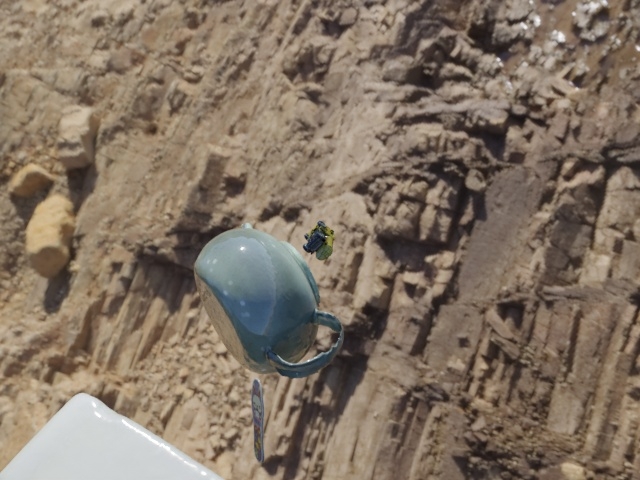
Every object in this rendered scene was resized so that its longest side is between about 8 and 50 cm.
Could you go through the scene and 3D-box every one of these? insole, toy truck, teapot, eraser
[{"bbox_3d":[-0.138,0.396,1.456,0.065,0.004,0.197,18,111,59],"label":"insole"},{"bbox_3d":[0.000,0.000,1.337,0.049,0.054,0.083,-44,16,20],"label":"toy truck"},{"bbox_3d":[-0.075,0.073,0.857,0.129,0.193,0.294,-29,42,-21],"label":"teapot"},{"bbox_3d":[-0.211,0.320,0.757,0.331,0.331,0.150,-14,32,50],"label":"eraser"}]
